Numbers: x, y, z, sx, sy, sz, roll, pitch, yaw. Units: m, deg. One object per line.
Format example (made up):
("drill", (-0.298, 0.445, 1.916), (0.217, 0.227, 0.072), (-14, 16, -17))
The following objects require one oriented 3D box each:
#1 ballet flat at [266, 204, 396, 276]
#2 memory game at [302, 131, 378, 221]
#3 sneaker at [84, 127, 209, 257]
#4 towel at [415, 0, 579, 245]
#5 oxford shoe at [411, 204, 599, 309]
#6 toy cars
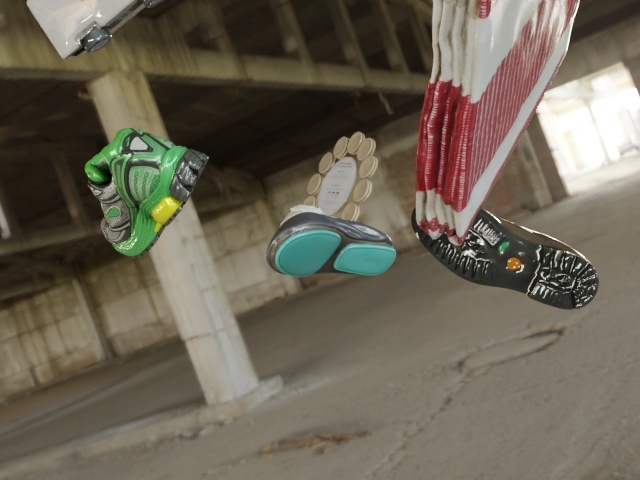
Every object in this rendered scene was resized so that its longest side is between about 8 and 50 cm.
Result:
("ballet flat", (0.000, 0.000, 0.846), (0.074, 0.074, 0.203), (-20, -16, 34))
("memory game", (0.027, -0.080, 1.246), (0.012, 0.186, 0.186), (24, -25, -28))
("sneaker", (-0.282, -0.082, 1.243), (0.343, 0.146, 0.134), (-38, 25, 59))
("towel", (0.115, -0.181, 0.442), (0.037, 0.329, 0.237), (21, 53, 21))
("oxford shoe", (0.213, 0.013, 0.965), (0.083, 0.227, 0.096), (-67, -16, 15))
("toy cars", (-0.205, -0.383, 0.892), (0.176, 0.394, 0.087), (20, 21, 13))
